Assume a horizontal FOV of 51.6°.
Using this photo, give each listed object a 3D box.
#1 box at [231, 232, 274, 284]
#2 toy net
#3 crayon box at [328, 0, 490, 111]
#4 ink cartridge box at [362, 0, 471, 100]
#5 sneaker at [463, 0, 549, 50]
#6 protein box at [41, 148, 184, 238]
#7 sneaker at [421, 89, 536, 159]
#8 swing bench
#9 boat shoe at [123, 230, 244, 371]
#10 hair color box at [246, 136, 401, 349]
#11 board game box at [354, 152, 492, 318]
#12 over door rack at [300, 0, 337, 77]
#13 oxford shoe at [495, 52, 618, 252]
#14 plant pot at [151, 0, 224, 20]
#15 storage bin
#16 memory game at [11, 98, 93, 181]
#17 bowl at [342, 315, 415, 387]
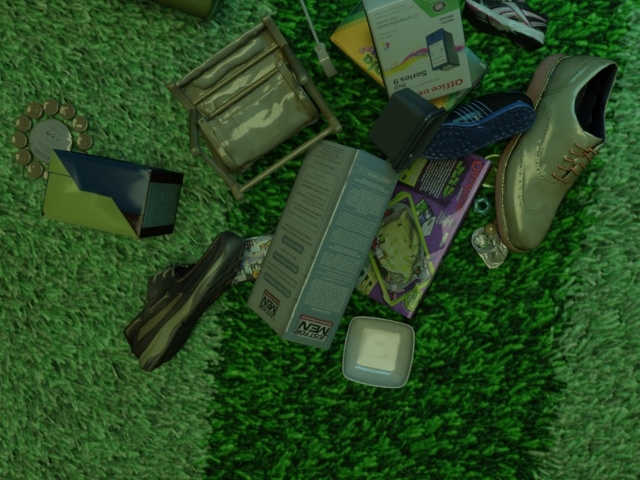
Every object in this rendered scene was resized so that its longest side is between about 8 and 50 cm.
[{"bbox_3d":[-0.151,0.040,1.403,0.137,0.027,0.093,-11,93,6],"label":"box"},{"bbox_3d":[0.327,-0.055,1.340,0.122,0.045,0.232,-5,93,6],"label":"toy net"},{"bbox_3d":[0.174,-0.366,1.320,0.278,0.081,0.165,42,96,2],"label":"crayon box"},{"bbox_3d":[0.172,-0.356,1.176,0.155,0.093,0.212,-15,136,7],"label":"ink cartridge box"},{"bbox_3d":[0.369,-0.447,1.312,0.178,0.072,0.077,26,84,-4],"label":"sneaker"},{"bbox_3d":[-0.410,-0.094,1.335,0.200,0.201,0.135,12,94,5],"label":"protein box"},{"bbox_3d":[0.288,-0.223,1.264,0.233,0.090,0.081,-14,124,14],"label":"sneaker"},{"bbox_3d":[-0.135,-0.264,1.301,0.253,0.165,0.254,-33,48,8],"label":"swing bench"},{"bbox_3d":[-0.295,0.111,1.358,0.130,0.132,0.355,40,104,9],"label":"boat shoe"},{"bbox_3d":[0.000,0.000,1.295,0.114,0.185,0.374,19,96,-31],"label":"hair color box"},{"bbox_3d":[0.173,-0.043,1.333,0.208,0.056,0.346,29,96,22],"label":"board game box"},{"bbox_3d":[0.052,-0.511,1.240,0.240,0.108,0.324,-24,80,12],"label":"over door rack"},{"bbox_3d":[0.443,-0.162,1.251,0.141,0.147,0.396,9,96,-32],"label":"oxford shoe"},{"bbox_3d":[-0.293,-0.566,1.287,0.254,0.276,0.275,24,95,-8],"label":"plant pot"},{"bbox_3d":[0.155,-0.207,1.195,0.091,0.098,0.135,44,131,13],"label":"storage bin"},{"bbox_3d":[-0.583,-0.216,1.441,0.186,0.012,0.186,0,94,5],"label":"memory game"},{"bbox_3d":[0.120,0.228,1.373,0.142,0.053,0.142,9,93,5],"label":"bowl"}]
